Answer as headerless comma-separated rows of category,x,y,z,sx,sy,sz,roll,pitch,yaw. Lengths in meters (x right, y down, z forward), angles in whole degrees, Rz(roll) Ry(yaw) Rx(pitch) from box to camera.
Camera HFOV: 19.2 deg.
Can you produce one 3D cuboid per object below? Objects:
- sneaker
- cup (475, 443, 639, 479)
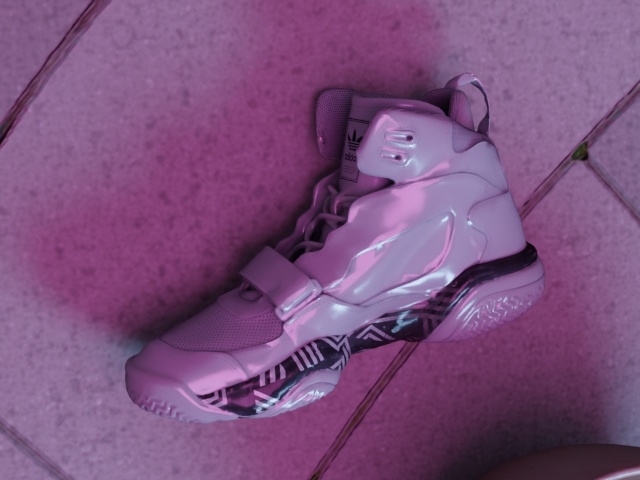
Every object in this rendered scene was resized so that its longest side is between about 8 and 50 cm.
sneaker,0.000,0.000,1.502,0.365,0.137,0.210,-18,108,-19
cup,0.216,0.305,1.596,0.331,0.237,0.331,-5,105,-17
